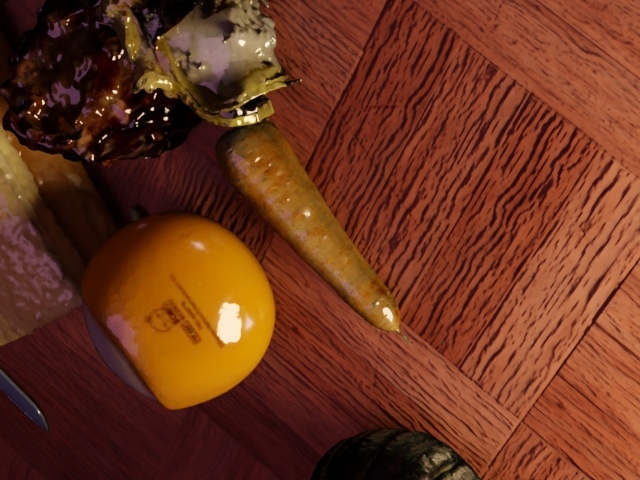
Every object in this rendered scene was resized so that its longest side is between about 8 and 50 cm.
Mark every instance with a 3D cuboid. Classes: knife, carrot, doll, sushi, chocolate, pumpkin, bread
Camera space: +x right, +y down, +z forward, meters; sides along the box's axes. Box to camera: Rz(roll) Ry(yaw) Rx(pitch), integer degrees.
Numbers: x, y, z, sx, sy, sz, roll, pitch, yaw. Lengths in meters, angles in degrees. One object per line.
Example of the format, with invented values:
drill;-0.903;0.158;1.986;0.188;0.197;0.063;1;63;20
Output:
knife;-0.469;0.141;2.274;0.313;0.019;0.044;45;143;8
carrot;0.000;0.000;1.766;0.298;0.078;0.078;51;136;-3
doll;-0.156;0.066;1.870;0.213;0.213;0.236;65;177;-12
sushi;-0.144;-0.237;1.689;0.131;0.139;0.291;-27;95;38
chocolate;-0.255;-0.164;1.795;0.224;0.177;0.206;27;130;23
pumpkin;0.082;0.304;1.820;0.221;0.162;0.220;16;120;31
bread;-0.401;-0.073;1.979;0.237;0.165;0.375;-21;101;40

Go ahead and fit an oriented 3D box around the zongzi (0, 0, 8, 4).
zongzi;-0.479;-0.315;1.803;0.286;0.288;0.134;36;139;17
